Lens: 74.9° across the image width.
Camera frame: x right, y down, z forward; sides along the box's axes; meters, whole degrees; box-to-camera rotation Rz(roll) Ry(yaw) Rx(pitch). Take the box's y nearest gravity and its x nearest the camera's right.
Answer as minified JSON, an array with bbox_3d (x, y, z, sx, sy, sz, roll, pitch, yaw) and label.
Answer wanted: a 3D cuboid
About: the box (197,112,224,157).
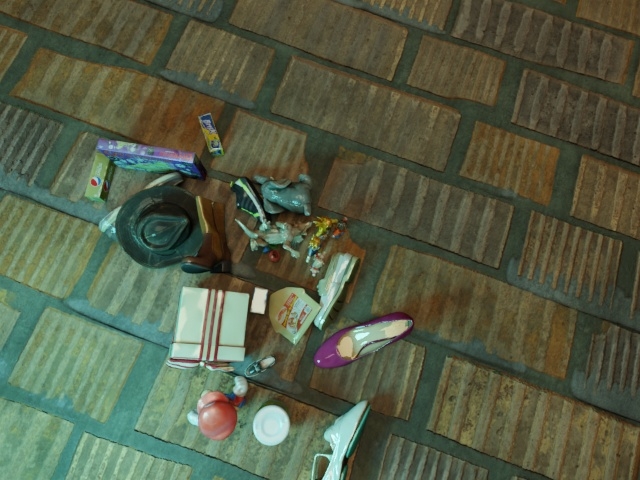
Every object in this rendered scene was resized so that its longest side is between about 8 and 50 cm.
[{"bbox_3d":[-0.445,-0.428,1.699,0.054,0.059,0.169,-19,79,-10],"label":"box"}]

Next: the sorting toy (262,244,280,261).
[{"bbox_3d":[-0.195,0.039,1.616,0.061,0.042,0.102,4,62,-39],"label":"sorting toy"}]

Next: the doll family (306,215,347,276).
[{"bbox_3d":[0.000,0.000,1.572,0.118,0.163,0.263,30,77,4],"label":"doll family"}]

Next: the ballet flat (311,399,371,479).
[{"bbox_3d":[0.053,0.730,1.431,0.139,0.139,0.401,21,77,1],"label":"ballet flat"}]

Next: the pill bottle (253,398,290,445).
[{"bbox_3d":[-0.160,0.599,1.396,0.119,0.208,0.119,1,76,-4],"label":"pill bottle"}]

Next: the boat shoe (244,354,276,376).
[{"bbox_3d":[-0.217,0.455,1.514,0.125,0.038,0.046,-23,79,-9],"label":"boat shoe"}]

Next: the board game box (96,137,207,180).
[{"bbox_3d":[-0.625,-0.303,1.582,0.346,0.208,0.056,8,76,-1],"label":"board game box"}]

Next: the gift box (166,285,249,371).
[{"bbox_3d":[-0.379,0.313,1.437,0.254,0.276,0.259,8,72,-15],"label":"gift box"}]

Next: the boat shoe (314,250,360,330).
[{"bbox_3d":[0.044,0.185,1.570,0.103,0.113,0.303,23,77,23],"label":"boat shoe"}]

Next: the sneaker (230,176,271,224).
[{"bbox_3d":[-0.278,-0.140,1.644,0.097,0.084,0.235,-33,77,10],"label":"sneaker"}]

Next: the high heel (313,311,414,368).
[{"bbox_3d":[0.150,0.352,1.489,0.376,0.181,0.127,-27,80,-10],"label":"high heel"}]

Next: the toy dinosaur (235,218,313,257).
[{"bbox_3d":[-0.170,-0.023,1.552,0.295,0.200,0.127,6,98,-9],"label":"toy dinosaur"}]

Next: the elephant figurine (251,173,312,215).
[{"bbox_3d":[-0.157,-0.179,1.607,0.239,0.186,0.170,7,82,-8],"label":"elephant figurine"}]

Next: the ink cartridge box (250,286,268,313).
[{"bbox_3d":[-0.222,0.224,1.527,0.052,0.122,0.089,10,77,-5],"label":"ink cartridge box"}]

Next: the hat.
[{"bbox_3d":[-0.558,-0.050,1.501,0.330,0.134,0.332,-1,93,-24],"label":"hat"}]

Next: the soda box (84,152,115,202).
[{"bbox_3d":[-0.854,-0.244,1.627,0.058,0.061,0.182,7,76,-1],"label":"soda box"}]

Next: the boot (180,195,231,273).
[{"bbox_3d":[-0.412,-0.025,1.501,0.096,0.264,0.281,-10,82,27],"label":"boot"}]

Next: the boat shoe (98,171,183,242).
[{"bbox_3d":[-0.659,-0.122,1.593,0.355,0.132,0.130,-40,104,-10],"label":"boat shoe"}]

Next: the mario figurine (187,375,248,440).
[{"bbox_3d":[-0.329,0.516,1.347,0.169,0.320,0.198,18,76,0],"label":"mario figurine"}]

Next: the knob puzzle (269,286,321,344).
[{"bbox_3d":[-0.111,0.260,1.553,0.212,0.030,0.214,-4,79,22],"label":"knob puzzle"}]
